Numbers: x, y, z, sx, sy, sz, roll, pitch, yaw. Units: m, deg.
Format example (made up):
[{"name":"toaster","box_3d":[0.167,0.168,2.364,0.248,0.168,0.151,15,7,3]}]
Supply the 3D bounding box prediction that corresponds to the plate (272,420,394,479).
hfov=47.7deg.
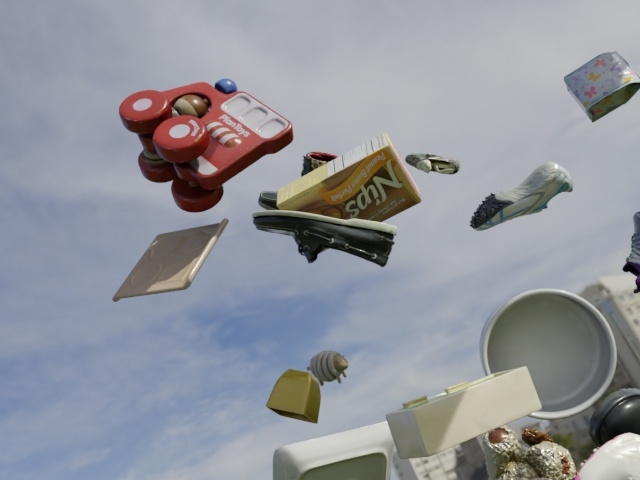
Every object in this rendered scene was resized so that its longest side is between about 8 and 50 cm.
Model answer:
[{"name":"plate","box_3d":[0.035,0.524,1.517,0.278,0.045,0.277,-7,-63,-20]}]

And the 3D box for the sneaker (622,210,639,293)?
[{"name":"sneaker","box_3d":[0.742,0.022,1.683,0.098,0.223,0.083,-15,-46,16]}]

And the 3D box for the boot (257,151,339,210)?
[{"name":"boot","box_3d":[-0.052,-0.156,1.943,0.237,0.085,0.178,10,-59,12]}]

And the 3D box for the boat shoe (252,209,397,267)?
[{"name":"boat shoe","box_3d":[0.001,0.000,1.659,0.340,0.113,0.127,7,-4,6]}]

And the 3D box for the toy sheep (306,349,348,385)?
[{"name":"toy sheep","box_3d":[0.017,0.329,1.885,0.132,0.091,0.091,-17,-16,32]}]

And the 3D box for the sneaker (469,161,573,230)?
[{"name":"sneaker","box_3d":[0.414,-0.076,1.505,0.086,0.085,0.237,39,-49,-21]}]

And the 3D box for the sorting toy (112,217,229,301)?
[{"name":"sorting toy","box_3d":[-0.287,0.043,1.410,0.208,0.193,0.038,-13,-57,31]}]

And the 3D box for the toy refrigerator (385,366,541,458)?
[{"name":"toy refrigerator","box_3d":[0.264,0.311,1.333,0.270,0.094,0.102,-13,-11,-27]}]

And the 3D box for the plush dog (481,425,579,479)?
[{"name":"plush dog","box_3d":[0.551,0.599,1.847,0.225,0.262,0.210,-14,-50,-22]}]

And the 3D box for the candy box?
[{"name":"candy box","box_3d":[0.070,-0.112,1.814,0.317,0.087,0.183,-27,-60,14]}]

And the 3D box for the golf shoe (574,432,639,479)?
[{"name":"golf shoe","box_3d":[0.575,0.394,1.231,0.306,0.140,0.115,-17,-68,-18]}]

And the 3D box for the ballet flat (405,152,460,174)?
[{"name":"ballet flat","box_3d":[0.229,-0.153,1.466,0.114,0.041,0.041,6,-28,-7]}]

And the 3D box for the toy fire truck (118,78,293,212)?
[{"name":"toy fire truck","box_3d":[-0.232,-0.217,1.429,0.254,0.302,0.169,-36,-37,-23]}]

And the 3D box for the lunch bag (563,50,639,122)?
[{"name":"lunch bag","box_3d":[0.401,-0.220,1.024,0.083,0.071,0.053,-34,-33,15]}]

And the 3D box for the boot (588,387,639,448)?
[{"name":"boot","box_3d":[0.757,0.455,1.301,0.367,0.445,0.146,26,-85,-30]}]

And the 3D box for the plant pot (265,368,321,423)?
[{"name":"plant pot","box_3d":[-0.043,0.289,1.364,0.081,0.083,0.081,7,-22,22]}]

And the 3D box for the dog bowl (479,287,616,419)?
[{"name":"dog bowl","box_3d":[0.465,0.231,1.502,0.265,0.264,0.104,-28,-5,7]}]
